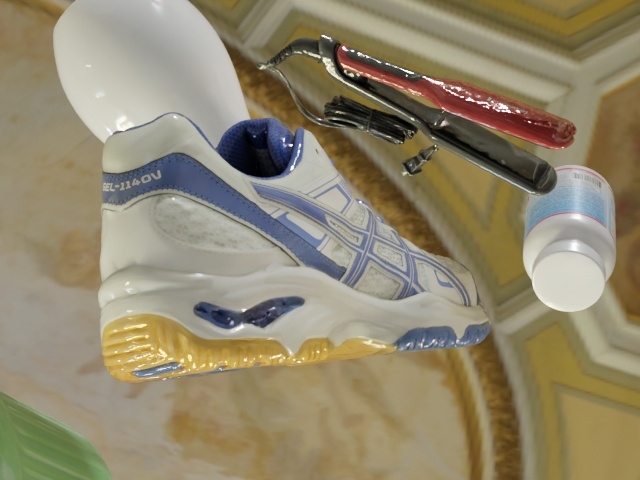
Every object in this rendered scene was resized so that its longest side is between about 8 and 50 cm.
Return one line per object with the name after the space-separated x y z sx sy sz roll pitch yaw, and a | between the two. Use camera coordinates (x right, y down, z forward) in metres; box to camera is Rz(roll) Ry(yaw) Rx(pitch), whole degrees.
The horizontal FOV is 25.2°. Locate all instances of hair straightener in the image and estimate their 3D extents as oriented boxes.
0.060 -0.080 1.020 0.231 0.089 0.047 19 -143 8 | hair straightener

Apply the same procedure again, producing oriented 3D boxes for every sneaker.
0.000 0.000 0.748 0.296 0.112 0.130 5 -104 -60 | sneaker

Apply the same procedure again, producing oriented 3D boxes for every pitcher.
-0.115 -0.100 1.145 0.125 0.178 0.207 -37 -96 -7 | pitcher

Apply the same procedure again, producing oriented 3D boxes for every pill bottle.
0.238 -0.001 1.370 0.087 0.160 0.087 5 -60 9 | pill bottle

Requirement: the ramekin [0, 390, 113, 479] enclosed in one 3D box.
-0.293 0.250 1.099 0.148 0.303 0.303 31 -106 -43 | ramekin
